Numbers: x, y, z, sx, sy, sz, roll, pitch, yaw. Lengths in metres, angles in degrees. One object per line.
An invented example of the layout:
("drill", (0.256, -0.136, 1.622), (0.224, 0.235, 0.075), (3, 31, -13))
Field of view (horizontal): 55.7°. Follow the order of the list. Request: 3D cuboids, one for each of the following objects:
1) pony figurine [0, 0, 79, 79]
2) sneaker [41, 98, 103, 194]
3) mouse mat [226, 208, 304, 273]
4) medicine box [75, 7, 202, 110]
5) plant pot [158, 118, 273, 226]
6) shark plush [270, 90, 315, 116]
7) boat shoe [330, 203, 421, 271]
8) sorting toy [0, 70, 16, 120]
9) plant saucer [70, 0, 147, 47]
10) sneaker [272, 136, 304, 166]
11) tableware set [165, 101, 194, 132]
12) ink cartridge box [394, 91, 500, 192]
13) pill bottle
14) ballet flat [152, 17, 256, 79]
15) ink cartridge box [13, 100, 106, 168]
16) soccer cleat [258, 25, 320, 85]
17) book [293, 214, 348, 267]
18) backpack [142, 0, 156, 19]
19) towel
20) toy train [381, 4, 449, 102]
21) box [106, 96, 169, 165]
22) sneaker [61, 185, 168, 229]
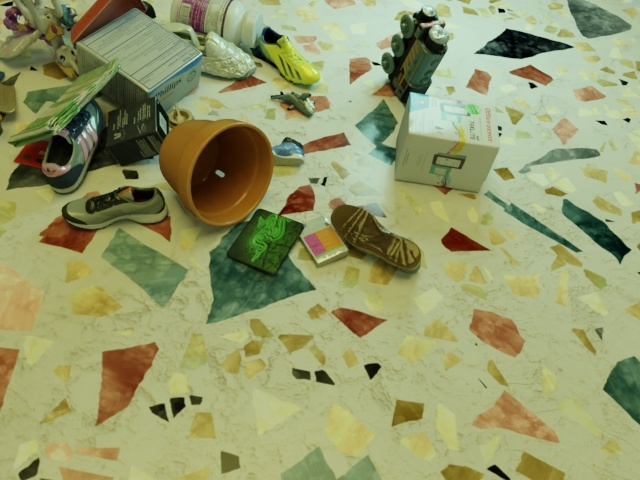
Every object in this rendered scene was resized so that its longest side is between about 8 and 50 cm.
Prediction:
("pony figurine", (-0.909, -0.708, 1.951), (0.303, 0.363, 0.351), (-38, 49, -23))
("sneaker", (-0.697, -0.295, 1.705), (0.112, 0.131, 0.318), (3, 65, 0))
("mouse mat", (-0.148, -0.002, 1.650), (0.153, 0.007, 0.189), (20, 54, 15))
("medicine box", (-0.574, -0.561, 1.935), (0.289, 0.149, 0.263), (35, 54, 5))
("plant pot", (-0.302, -0.207, 1.652), (0.204, 0.290, 0.291), (28, 51, 34))
("shark plush", (-0.092, -0.464, 2.017), (0.161, 0.073, 0.067), (20, 81, 2))
("boat shoe", (0.149, 0.001, 1.666), (0.285, 0.089, 0.104), (36, 81, 23))
("sorting toy", (-1.035, -0.442, 1.831), (0.196, 0.047, 0.347), (10, 32, -35))
("plant saucer", (-0.684, -0.703, 1.938), (0.048, 0.259, 0.258), (41, 89, -5))
("sneaker", (-0.124, -0.278, 1.855), (0.152, 0.058, 0.084), (5, 57, -10))
("tableware set", (-0.468, -0.356, 1.883), (0.128, 0.039, 0.194), (25, 53, 12))
("ink cartridge box", (0.382, -0.299, 1.855), (0.270, 0.197, 0.198), (9, 51, -2))
("pill bottle", (-0.365, -0.783, 2.158), (0.302, 0.169, 0.169), (15, 51, 4))
("ballet flat", (-0.422, -0.663, 2.078), (0.409, 0.147, 0.147), (15, 51, 3))
("ink cartridge box", (-0.771, -0.309, 1.794), (0.189, 0.066, 0.232), (12, 47, 2))
("soccer cleat", (-0.113, -0.645, 2.112), (0.093, 0.121, 0.289), (-35, 63, -30))
("book", (0.000, 0.000, 1.669), (0.096, 0.035, 0.144), (-20, 57, -19))
("backpack", (-0.708, -0.830, 2.183), (0.182, 0.115, 0.152), (24, 55, 15))
("towel", (-0.727, -0.392, 1.726), (0.248, 0.038, 0.324), (-6, 44, 39))
("toy train", (0.324, -0.621, 2.036), (0.142, 0.334, 0.190), (-18, 71, -24))
("box", (-0.536, -0.322, 1.784), (0.158, 0.093, 0.155), (-16, 53, 5))
("sneaker", (-0.552, -0.101, 1.624), (0.272, 0.108, 0.100), (-7, 55, -12))
